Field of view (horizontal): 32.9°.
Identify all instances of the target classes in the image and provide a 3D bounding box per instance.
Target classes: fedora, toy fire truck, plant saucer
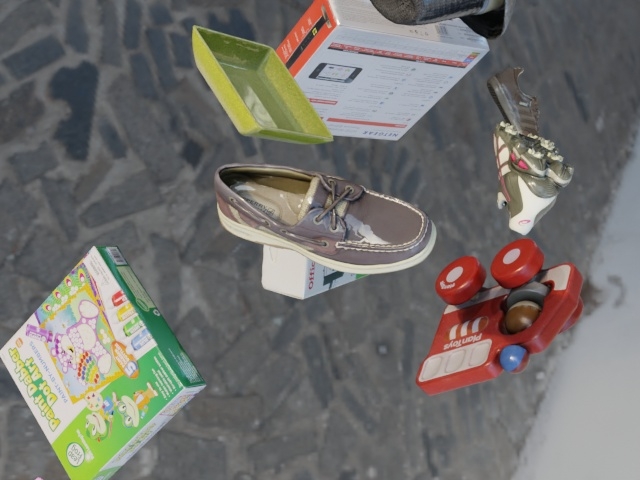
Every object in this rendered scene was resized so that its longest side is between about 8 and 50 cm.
[{"bbox_3d":[0.134,-0.411,1.528,0.152,0.334,0.334,-25,102,-10],"label":"fedora"},{"bbox_3d":[0.324,0.153,1.942,0.169,0.302,0.254,47,45,-24],"label":"toy fire truck"},{"bbox_3d":[-0.090,-0.205,1.518,0.188,0.045,0.188,2,50,-57],"label":"plant saucer"}]

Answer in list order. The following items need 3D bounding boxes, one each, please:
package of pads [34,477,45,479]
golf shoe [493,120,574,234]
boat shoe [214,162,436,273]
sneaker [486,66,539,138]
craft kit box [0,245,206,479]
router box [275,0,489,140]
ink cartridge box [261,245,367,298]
[{"bbox_3d":[-0.353,0.357,1.454,0.032,0.083,0.050,-51,160,-23],"label":"package of pads"},{"bbox_3d":[0.300,-0.103,1.642,0.105,0.120,0.273,21,18,-3],"label":"golf shoe"},{"bbox_3d":[-0.003,-0.034,1.312,0.092,0.285,0.103,66,43,-59],"label":"boat shoe"},{"bbox_3d":[0.372,-0.225,1.961,0.188,0.071,0.066,59,1,-21],"label":"sneaker"},{"bbox_3d":[-0.312,0.178,1.519,0.250,0.246,0.061,53,26,20],"label":"craft kit box"},{"bbox_3d":[0.079,-0.302,1.932,0.335,0.301,0.082,2,61,-35],"label":"router box"},{"bbox_3d":[0.000,0.000,1.812,0.208,0.087,0.153,-18,116,-53],"label":"ink cartridge box"}]
